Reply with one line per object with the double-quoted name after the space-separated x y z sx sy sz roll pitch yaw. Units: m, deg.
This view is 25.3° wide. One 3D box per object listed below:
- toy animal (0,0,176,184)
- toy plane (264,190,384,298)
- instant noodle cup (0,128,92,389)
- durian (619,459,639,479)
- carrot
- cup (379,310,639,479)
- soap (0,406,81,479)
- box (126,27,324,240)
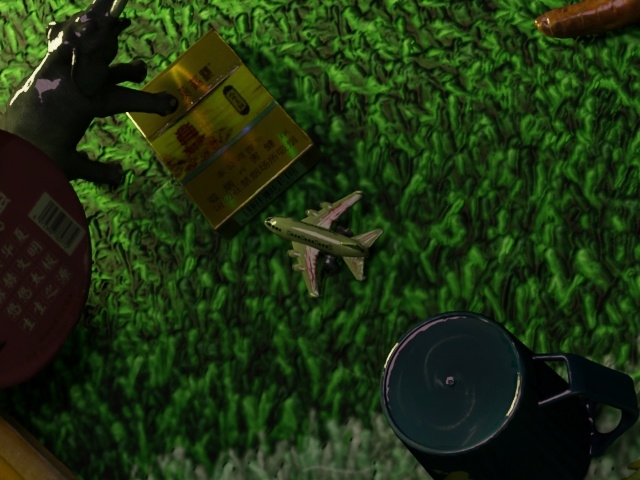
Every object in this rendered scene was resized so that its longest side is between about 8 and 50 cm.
-0.210 -0.149 1.322 0.082 0.137 0.269 52 123 38 "toy animal"
0.000 0.000 1.244 0.111 0.040 0.102 15 71 31 "toy plane"
-0.350 0.021 1.283 0.178 0.235 0.234 -8 60 49 "instant noodle cup"
0.356 0.143 0.927 0.356 0.169 0.157 -17 59 11 "durian"
0.277 -0.210 1.219 0.191 0.047 0.047 -19 59 20 "carrot"
0.139 0.124 1.047 0.177 0.155 0.131 -17 60 19 "cup"
-0.316 0.219 1.265 0.232 0.073 0.140 33 81 34 "soap"
-0.096 -0.104 1.350 0.121 0.030 0.193 -41 56 2 "box"
